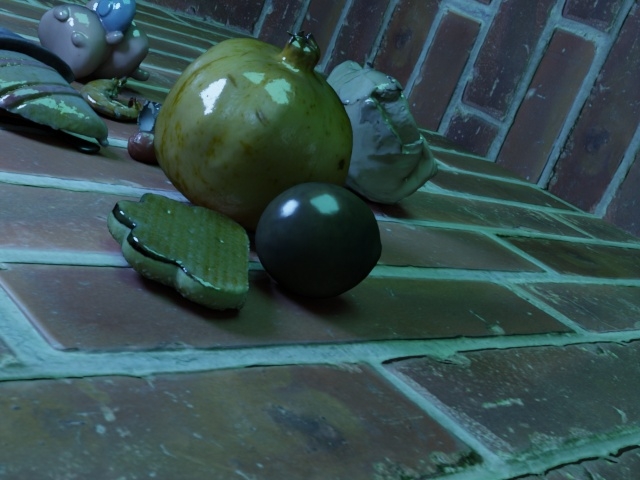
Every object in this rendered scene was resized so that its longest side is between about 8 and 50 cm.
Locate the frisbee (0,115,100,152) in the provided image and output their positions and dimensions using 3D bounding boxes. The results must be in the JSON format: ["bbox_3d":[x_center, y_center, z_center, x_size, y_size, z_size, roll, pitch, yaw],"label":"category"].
[{"bbox_3d":[-0.496,-0.204,1.588,0.187,0.012,0.211,4,24,-46],"label":"frisbee"}]

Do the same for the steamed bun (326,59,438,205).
[{"bbox_3d":[0.077,-0.221,2.007,0.346,0.237,0.394,52,-5,19],"label":"steamed bun"}]

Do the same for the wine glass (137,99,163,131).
[{"bbox_3d":[-0.293,-0.240,1.872,0.155,0.072,0.072,10,20,-39],"label":"wine glass"}]

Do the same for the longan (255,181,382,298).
[{"bbox_3d":[0.000,0.000,1.300,0.187,0.167,0.167,0,27,-44],"label":"longan"}]

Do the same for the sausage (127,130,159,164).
[{"bbox_3d":[-0.309,-0.172,1.656,0.094,0.054,0.059,7,22,-44],"label":"sausage"}]

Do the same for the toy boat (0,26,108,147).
[{"bbox_3d":[-0.532,-0.283,1.589,0.276,0.111,0.293,10,23,-38],"label":"toy boat"}]

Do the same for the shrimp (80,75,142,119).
[{"bbox_3d":[-0.433,-0.305,1.927,0.133,0.053,0.236,19,19,-5],"label":"shrimp"}]

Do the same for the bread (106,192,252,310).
[{"bbox_3d":[-0.190,0.007,1.226,0.207,0.056,0.286,23,16,-8],"label":"bread"}]

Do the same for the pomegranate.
[{"bbox_3d":[-0.094,-0.181,1.466,0.343,0.342,0.342,20,16,-6],"label":"pomegranate"}]

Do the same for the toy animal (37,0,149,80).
[{"bbox_3d":[-0.522,-0.456,2.091,0.221,0.229,0.210,-31,77,-21],"label":"toy animal"}]
